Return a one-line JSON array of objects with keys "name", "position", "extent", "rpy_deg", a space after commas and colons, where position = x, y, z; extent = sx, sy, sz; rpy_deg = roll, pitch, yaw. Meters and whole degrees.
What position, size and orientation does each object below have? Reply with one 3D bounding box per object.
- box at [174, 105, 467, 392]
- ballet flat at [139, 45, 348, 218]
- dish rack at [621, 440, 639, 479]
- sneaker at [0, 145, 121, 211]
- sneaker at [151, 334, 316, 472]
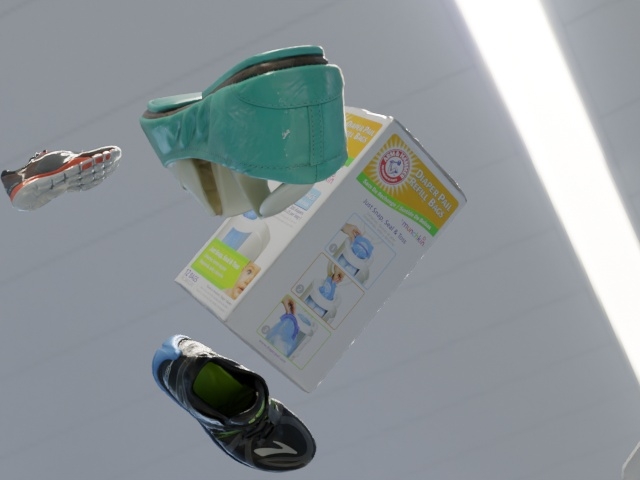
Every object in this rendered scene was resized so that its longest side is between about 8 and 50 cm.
[{"name": "box", "position": [0.000, 0.000, 0.924], "extent": [0.203, 0.114, 0.103], "rpy_deg": [-50, -60, -6]}, {"name": "ballet flat", "position": [-0.052, -0.055, 0.686], "extent": [0.083, 0.087, 0.247], "rpy_deg": [-10, 4, -21]}, {"name": "dish rack", "position": [0.100, 0.131, 0.240], "extent": [0.072, 0.285, 0.333], "rpy_deg": [39, -11, -2]}, {"name": "sneaker", "position": [-0.318, -0.093, 1.404], "extent": [0.158, 0.065, 0.061], "rpy_deg": [-25, -26, -36]}, {"name": "sneaker", "position": [-0.070, 0.153, 1.012], "extent": [0.188, 0.078, 0.067], "rpy_deg": [45, -108, -32]}]
